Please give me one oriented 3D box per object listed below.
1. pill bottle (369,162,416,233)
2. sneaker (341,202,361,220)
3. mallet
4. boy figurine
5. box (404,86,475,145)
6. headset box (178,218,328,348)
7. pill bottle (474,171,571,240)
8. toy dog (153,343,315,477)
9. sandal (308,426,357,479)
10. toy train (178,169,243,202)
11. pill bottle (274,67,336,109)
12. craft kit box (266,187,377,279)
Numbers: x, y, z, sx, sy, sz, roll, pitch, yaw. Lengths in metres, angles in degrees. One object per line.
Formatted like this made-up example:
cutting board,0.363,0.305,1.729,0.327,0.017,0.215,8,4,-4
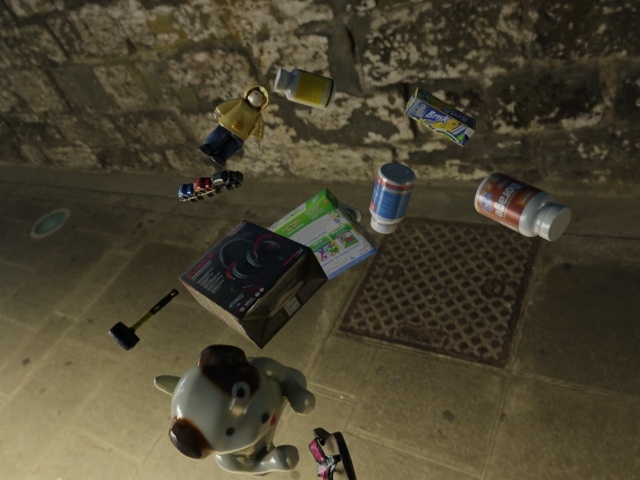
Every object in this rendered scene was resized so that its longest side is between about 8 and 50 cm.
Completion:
pill bottle,0.231,-0.135,1.709,0.124,0.221,0.124,6,39,-5
sneaker,0.056,-0.096,1.869,0.086,0.064,0.192,-19,22,-33
mallet,-0.387,0.160,1.136,0.039,0.062,0.189,-48,8,41
boy figurine,-0.243,-0.360,1.586,0.285,0.177,0.092,-49,12,6
box,0.293,-0.301,1.255,0.169,0.054,0.059,28,44,-9
headset box,-0.165,0.082,1.174,0.218,0.110,0.293,-45,40,-21
pill bottle,0.515,-0.085,1.316,0.121,0.121,0.216,-40,45,-15
toy dog,-0.201,0.359,1.170,0.395,0.408,0.284,30,73,6
sandal,0.007,0.271,0.638,0.040,0.179,0.067,-12,79,-15
toy train,-0.176,-0.083,0.793,0.158,0.036,0.027,-10,75,46
pill bottle,-0.050,-0.488,1.647,0.184,0.103,0.103,12,40,-16
craft kit box,0.000,0.000,1.547,0.250,0.246,0.061,-32,30,25
